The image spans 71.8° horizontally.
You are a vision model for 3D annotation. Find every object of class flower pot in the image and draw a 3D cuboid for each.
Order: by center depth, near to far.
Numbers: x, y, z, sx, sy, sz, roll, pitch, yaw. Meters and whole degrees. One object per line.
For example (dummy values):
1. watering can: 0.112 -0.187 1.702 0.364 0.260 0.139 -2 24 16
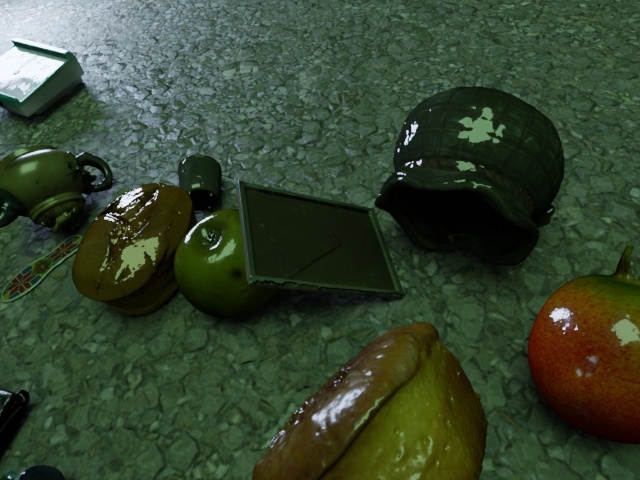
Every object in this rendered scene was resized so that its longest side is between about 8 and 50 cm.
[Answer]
1. flower pot: 0.255 -0.099 0.760 0.301 0.302 0.213 21 72 22

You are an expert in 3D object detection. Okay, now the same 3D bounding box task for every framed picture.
1. framed picture: 0.000 0.000 0.776 0.288 0.016 0.213 8 48 -28

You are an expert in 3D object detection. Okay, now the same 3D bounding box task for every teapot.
1. teapot: -0.577 -0.103 0.964 0.269 0.173 0.183 -31 89 -43

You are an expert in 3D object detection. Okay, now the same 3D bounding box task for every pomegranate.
1. pomegranate: 0.395 0.131 0.574 0.220 0.221 0.257 17 102 20

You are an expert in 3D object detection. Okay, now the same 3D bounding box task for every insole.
1. insole: -0.579 0.055 0.924 0.065 0.006 0.193 32 64 27

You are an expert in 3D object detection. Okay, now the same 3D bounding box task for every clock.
1. clock: -0.857 -0.466 1.295 0.262 0.116 0.231 20 64 23

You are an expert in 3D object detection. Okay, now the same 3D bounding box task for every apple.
1. apple: -0.161 0.037 0.783 0.196 0.157 0.197 -10 50 12

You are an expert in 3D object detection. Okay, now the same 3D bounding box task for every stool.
1. stool: -0.260 -0.123 0.956 0.096 0.096 0.110 -11 57 0

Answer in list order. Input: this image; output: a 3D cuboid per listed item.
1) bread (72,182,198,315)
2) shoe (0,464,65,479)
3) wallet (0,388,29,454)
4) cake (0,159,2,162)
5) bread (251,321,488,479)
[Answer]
1. bread: -0.340 0.009 0.840 0.195 0.143 0.270 11 58 16
2. shoe: -0.416 0.418 0.591 0.105 0.091 0.208 -22 55 20
3. wallet: -0.616 0.341 0.689 0.220 0.071 0.263 11 59 10
4. cake: -0.805 -0.143 1.023 0.134 0.135 0.147 -28 59 -13
5. bread: 0.055 0.239 0.521 0.312 0.312 0.172 -39 76 -20
